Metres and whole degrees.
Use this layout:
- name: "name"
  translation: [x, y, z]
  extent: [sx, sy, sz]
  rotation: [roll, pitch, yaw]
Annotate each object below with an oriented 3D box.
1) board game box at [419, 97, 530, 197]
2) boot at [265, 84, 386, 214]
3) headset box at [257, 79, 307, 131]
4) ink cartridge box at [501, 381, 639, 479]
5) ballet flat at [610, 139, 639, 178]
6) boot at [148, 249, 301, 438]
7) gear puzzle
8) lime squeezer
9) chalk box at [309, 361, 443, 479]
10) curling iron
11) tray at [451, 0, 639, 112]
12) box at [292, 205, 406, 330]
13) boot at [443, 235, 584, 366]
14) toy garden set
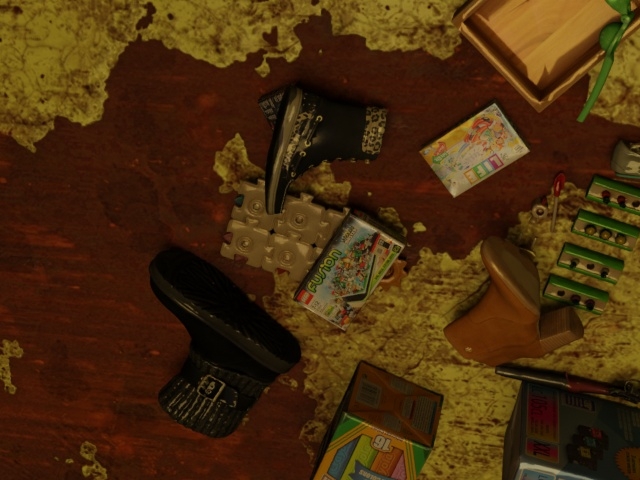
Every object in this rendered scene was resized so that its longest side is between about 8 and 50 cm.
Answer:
- name: "board game box"
  translation: [0.258, -0.154, 1.810]
  extent: [0.154, 0.026, 0.103]
  rotation: [-33, 105, 24]
- name: "boot"
  translation: [0.004, -0.138, 1.821]
  extent: [0.179, 0.085, 0.236]
  rotation: [7, 120, -12]
- name: "headset box"
  translation: [-0.056, -0.230, 1.839]
  extent: [0.083, 0.032, 0.062]
  rotation: [-22, 110, 20]
- name: "ink cartridge box"
  translation: [0.525, 0.415, 1.892]
  extent: [0.396, 0.270, 0.151]
  rotation: [16, 116, 4]
- name: "ballet flat"
  translation: [0.577, -0.123, 1.732]
  extent: [0.213, 0.072, 0.068]
  rotation: [10, 107, 7]
- name: "boot"
  translation: [-0.238, 0.206, 2.038]
  extent: [0.348, 0.131, 0.260]
  rotation: [41, 117, -9]
- name: "gear puzzle"
  translation: [0.000, 0.000, 1.940]
  extent: [0.339, 0.044, 0.175]
  rotation: [18, 117, 0]
- name: "lime squeezer"
  translation: [0.409, -0.322, 1.596]
  extent: [0.110, 0.059, 0.310]
  rotation: [-9, 114, 16]
- name: "chalk box"
  translation: [0.091, 0.414, 2.043]
  extent: [0.179, 0.180, 0.289]
  rotation: [22, 120, 1]
- name: "curling iron"
  translation: [0.455, 0.253, 1.958]
  extent: [0.274, 0.035, 0.068]
  rotation: [10, 154, 12]
- name: "tray"
  translation: [0.418, -0.405, 1.625]
  extent: [0.203, 0.076, 0.411]
  rotation: [44, 116, -10]
- name: "box"
  translation: [0.050, 0.051, 1.910]
  extent: [0.114, 0.036, 0.207]
  rotation: [30, 116, -6]
- name: "boot"
  translation: [0.292, 0.122, 1.855]
  extent: [0.211, 0.104, 0.295]
  rotation: [-24, 129, 35]
- name: "toy garden set"
  translation: [0.427, 0.003, 1.837]
  extent: [0.204, 0.049, 0.244]
  rotation: [18, 118, 3]
